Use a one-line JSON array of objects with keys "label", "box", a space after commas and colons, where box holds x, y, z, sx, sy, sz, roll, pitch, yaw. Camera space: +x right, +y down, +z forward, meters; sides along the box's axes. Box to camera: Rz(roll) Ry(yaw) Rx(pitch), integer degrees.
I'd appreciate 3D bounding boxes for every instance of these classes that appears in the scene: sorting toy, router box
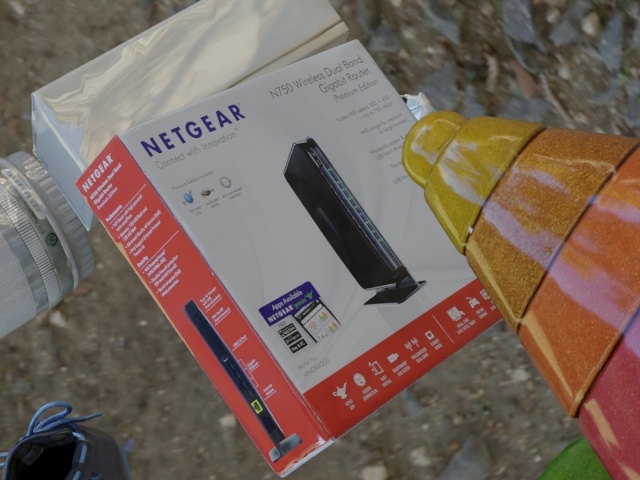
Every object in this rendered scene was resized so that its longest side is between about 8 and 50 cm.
[{"label": "sorting toy", "box": [0.050, 0.082, 0.537, 0.126, 0.127, 0.365, 34, 136, 15]}, {"label": "router box", "box": [0.000, 0.000, 1.266, 0.301, 0.335, 0.082, 54, 133, 6]}]

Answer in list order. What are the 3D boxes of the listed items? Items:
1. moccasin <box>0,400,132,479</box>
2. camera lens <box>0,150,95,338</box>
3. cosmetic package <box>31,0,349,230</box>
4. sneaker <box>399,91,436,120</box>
[{"label": "moccasin", "box": [-0.269, 0.237, 1.498, 0.117, 0.342, 0.138, 42, 78, -23]}, {"label": "camera lens", "box": [-0.473, 0.029, 1.944, 0.274, 0.219, 0.219, -33, 73, -23]}, {"label": "cosmetic package", "box": [-0.135, -0.152, 1.470, 0.309, 0.160, 0.113, -34, 81, -18]}, {"label": "sneaker", "box": [0.103, -0.154, 1.816, 0.152, 0.053, 0.061, -9, 107, 61]}]
